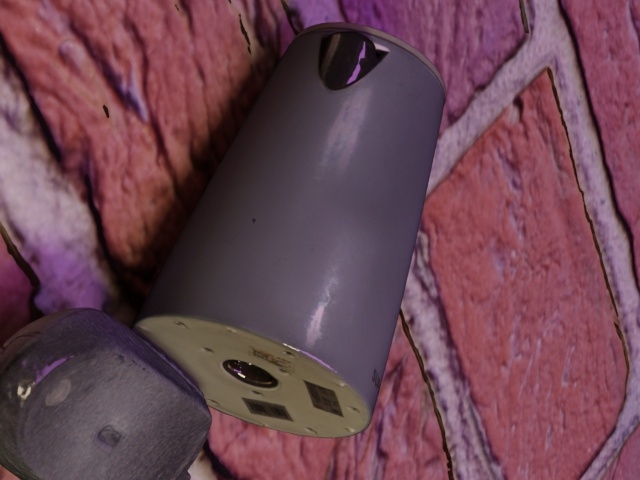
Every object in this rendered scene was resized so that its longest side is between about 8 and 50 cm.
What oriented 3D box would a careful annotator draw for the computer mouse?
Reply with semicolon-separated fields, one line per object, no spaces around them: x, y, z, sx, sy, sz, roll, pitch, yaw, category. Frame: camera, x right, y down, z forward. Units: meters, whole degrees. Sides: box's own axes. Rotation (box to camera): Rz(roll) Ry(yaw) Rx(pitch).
-0.138;0.103;1.016;0.113;0.068;0.229;-49;148;-8;computer mouse

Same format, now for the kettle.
0.000;0.000;1.124;0.210;0.160;0.243;71;36;-58;kettle
